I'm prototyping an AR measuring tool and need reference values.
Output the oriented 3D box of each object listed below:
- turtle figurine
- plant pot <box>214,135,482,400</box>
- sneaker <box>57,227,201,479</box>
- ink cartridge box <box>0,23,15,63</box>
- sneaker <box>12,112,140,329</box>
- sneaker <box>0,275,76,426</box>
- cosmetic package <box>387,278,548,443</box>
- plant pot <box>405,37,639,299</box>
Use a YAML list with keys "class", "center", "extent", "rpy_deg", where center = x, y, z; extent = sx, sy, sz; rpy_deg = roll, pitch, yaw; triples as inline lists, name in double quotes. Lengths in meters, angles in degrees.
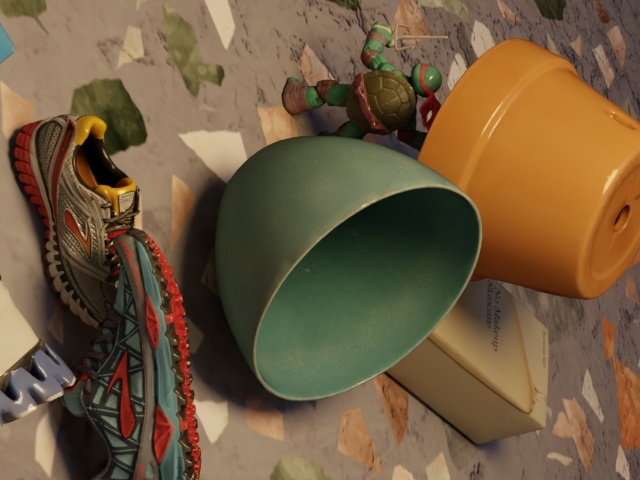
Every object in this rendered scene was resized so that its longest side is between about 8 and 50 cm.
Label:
- class: "turtle figurine"
  center: [0.076, -0.173, 1.929]
  extent: [0.118, 0.234, 0.175]
  rpy_deg: [-18, 91, -59]
- class: "plant pot"
  center: [0.000, 0.000, 1.737]
  extent: [0.290, 0.290, 0.195]
  rpy_deg: [20, 23, -52]
- class: "sneaker"
  center: [-0.183, 0.121, 1.485]
  extent: [0.104, 0.125, 0.261]
  rpy_deg: [92, -8, -89]
- class: "ink cartridge box"
  center: [-0.417, -0.219, 1.290]
  extent: [0.307, 0.129, 0.223]
  rpy_deg: [61, 34, -19]
- class: "sneaker"
  center: [-0.214, -0.014, 1.540]
  extent: [0.088, 0.093, 0.225]
  rpy_deg: [-34, 105, -58]
- class: "sneaker"
  center: [-0.336, 0.094, 1.290]
  extent: [0.182, 0.127, 0.315]
  rpy_deg: [65, 26, -6]
- class: "cosmetic package"
  center: [0.165, 0.117, 2.045]
  extent: [0.309, 0.113, 0.160]
  rpy_deg: [39, 45, -41]
- class: "plant pot"
  center: [0.260, -0.062, 1.856]
  extent: [0.291, 0.203, 0.290]
  rpy_deg: [-39, 144, -36]
